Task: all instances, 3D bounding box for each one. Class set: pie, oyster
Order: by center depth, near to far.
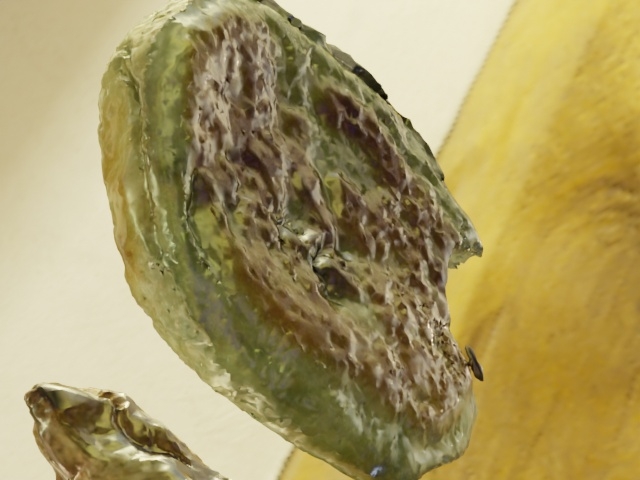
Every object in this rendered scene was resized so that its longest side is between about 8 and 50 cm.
[{"bbox_3d":[-0.005,-0.003,0.965,0.302,0.067,0.302,35,-138,-39],"label":"pie"},{"bbox_3d":[-0.073,0.223,1.188,0.337,0.133,0.198,42,-174,21],"label":"oyster"}]
